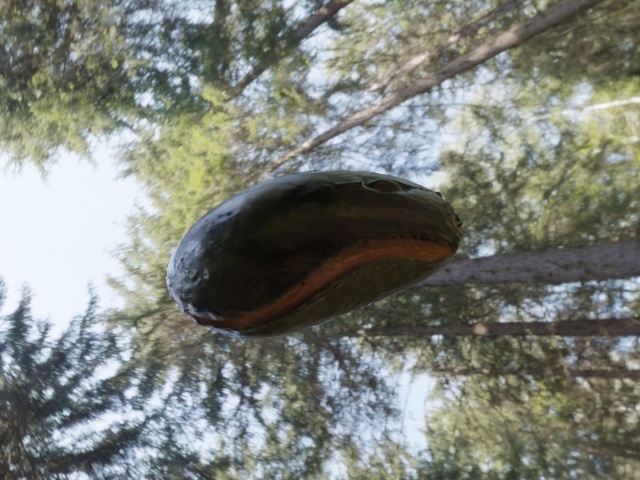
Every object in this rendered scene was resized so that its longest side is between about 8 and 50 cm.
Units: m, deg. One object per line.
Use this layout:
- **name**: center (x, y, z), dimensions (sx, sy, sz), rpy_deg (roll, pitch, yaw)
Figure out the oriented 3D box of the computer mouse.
- **computer mouse**: center (-0.001, -0.004, 0.750), dimensions (0.323, 0.183, 0.116), rpy_deg (-19, -52, -25)
